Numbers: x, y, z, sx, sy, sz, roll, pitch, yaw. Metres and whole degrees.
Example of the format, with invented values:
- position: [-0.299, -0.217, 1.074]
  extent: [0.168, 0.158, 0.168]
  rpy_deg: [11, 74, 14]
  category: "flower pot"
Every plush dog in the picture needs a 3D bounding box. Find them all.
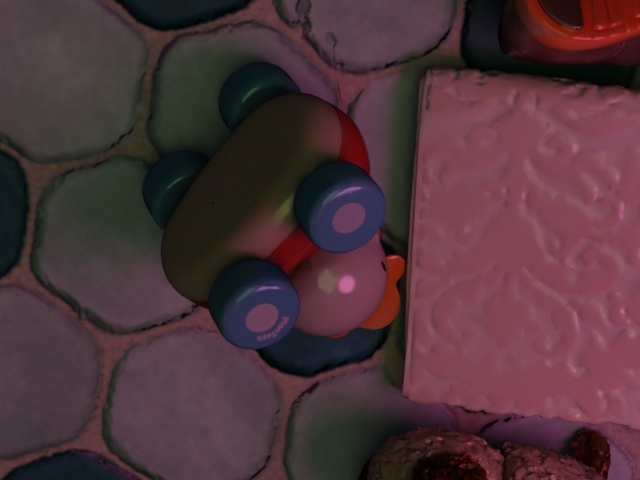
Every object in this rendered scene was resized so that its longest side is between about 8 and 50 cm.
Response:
- position: [0.150, 0.240, 1.665]
  extent: [0.225, 0.262, 0.210]
  rpy_deg: [23, 71, -17]
  category: "plush dog"

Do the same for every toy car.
- position: [0.000, 0.000, 1.612]
  extent: [0.238, 0.219, 0.210]
  rpy_deg: [32, 104, -40]
  category: "toy car"

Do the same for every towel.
- position: [0.243, 0.013, 1.632]
  extent: [0.332, 0.053, 0.317]
  rpy_deg: [7, 107, 12]
  category: "towel"

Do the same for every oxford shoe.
- position: [0.323, -0.225, 1.579]
  extent: [0.364, 0.133, 0.130]
  rpy_deg: [-9, 77, -14]
  category: "oxford shoe"
